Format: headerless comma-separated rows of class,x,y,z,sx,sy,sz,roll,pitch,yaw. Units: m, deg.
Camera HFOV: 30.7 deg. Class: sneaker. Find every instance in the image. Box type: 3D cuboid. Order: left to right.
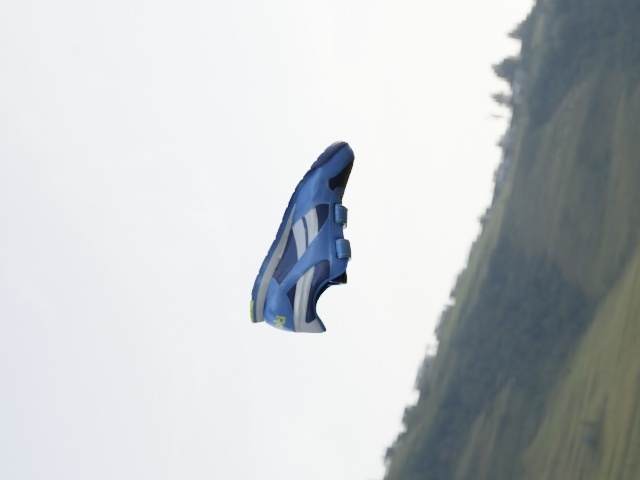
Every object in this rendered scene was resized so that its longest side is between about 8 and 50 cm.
sneaker,0.000,0.000,0.823,0.053,0.059,0.144,43,-111,-78
